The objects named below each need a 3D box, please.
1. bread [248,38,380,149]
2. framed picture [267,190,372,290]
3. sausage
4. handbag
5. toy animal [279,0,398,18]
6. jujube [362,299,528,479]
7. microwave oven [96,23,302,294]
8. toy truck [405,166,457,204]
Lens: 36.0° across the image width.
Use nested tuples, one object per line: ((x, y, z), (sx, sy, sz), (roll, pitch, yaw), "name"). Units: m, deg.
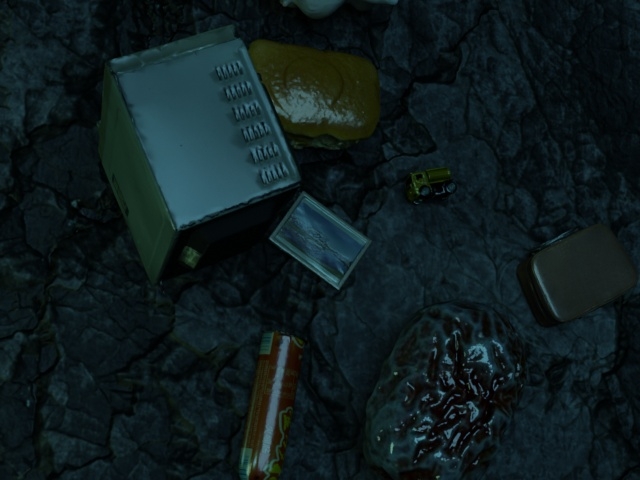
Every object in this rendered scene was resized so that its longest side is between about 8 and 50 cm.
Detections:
((-0.021, -0.243, 1.670), (0.245, 0.121, 0.174), (9, 75, -10), "bread")
((0.000, 0.000, 1.667), (0.149, 0.011, 0.109), (36, 70, -3), "framed picture")
((-0.080, 0.275, 1.541), (0.083, 0.083, 0.264), (13, 74, -11), "sausage")
((0.449, 0.056, 1.736), (0.193, 0.072, 0.151), (-22, 81, -17), "handbag")
((-0.017, -0.510, 1.709), (0.247, 0.183, 0.310), (-22, 82, -19), "toy animal")
((0.194, 0.253, 1.541), (0.226, 0.226, 0.317), (27, 69, -6), "jujube")
((-0.182, -0.114, 1.468), (0.218, 0.355, 0.286), (-22, 81, -19), "microwave oven")
((0.189, -0.096, 1.721), (0.083, 0.049, 0.054), (-10, 77, -18), "toy truck")
